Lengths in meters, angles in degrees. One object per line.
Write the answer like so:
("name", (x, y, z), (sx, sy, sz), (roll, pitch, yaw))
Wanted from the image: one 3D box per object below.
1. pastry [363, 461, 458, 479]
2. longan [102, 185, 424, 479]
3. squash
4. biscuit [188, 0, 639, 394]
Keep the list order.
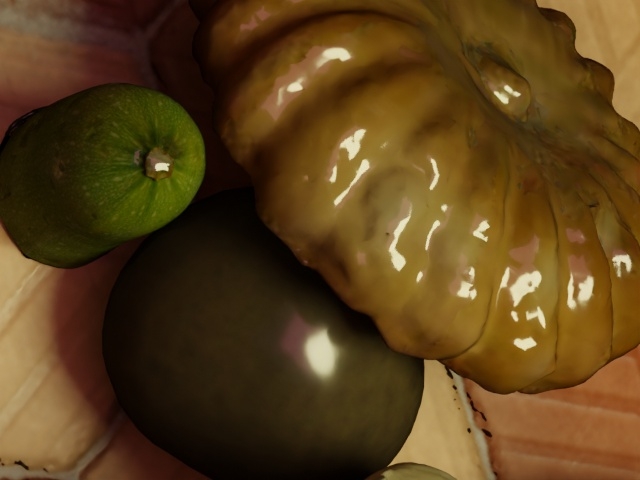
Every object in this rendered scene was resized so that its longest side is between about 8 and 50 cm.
("pastry", (-0.005, 0.221, 0.977), (0.265, 0.265, 0.133), (-30, 80, -23))
("longan", (-0.027, 0.058, 1.067), (0.189, 0.189, 0.189), (2, 86, -24))
("squash", (-0.110, -0.041, 1.017), (0.095, 0.188, 0.095), (3, 83, -23))
("biscuit", (0.075, -0.066, 1.069), (0.325, 0.107, 0.326), (29, 36, -24))
